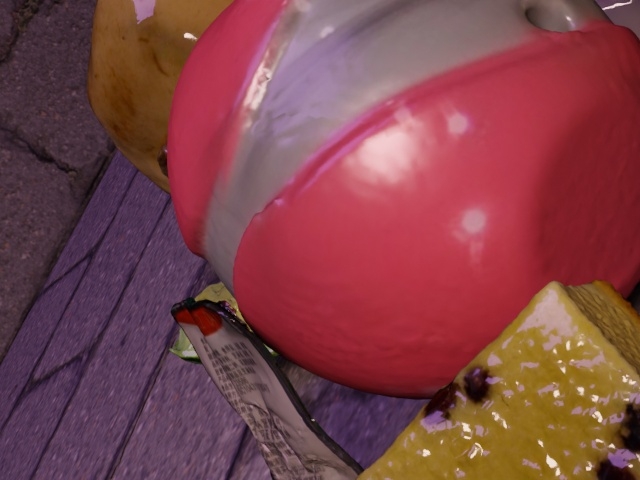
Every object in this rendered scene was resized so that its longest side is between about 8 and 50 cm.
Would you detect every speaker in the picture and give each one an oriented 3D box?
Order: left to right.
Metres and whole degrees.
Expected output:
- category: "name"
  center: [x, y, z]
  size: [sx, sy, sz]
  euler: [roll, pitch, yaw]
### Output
- category: "speaker"
  center: [0.053, -0.056, 0.691]
  size: [0.294, 0.294, 0.294]
  euler: [-47, 21, 24]

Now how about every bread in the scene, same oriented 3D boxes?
- category: "bread"
  center: [0.046, 0.187, 0.569]
  size: [0.361, 0.077, 0.138]
  euler: [-49, 60, 20]

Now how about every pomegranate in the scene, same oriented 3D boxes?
- category: "pomegranate"
  center: [-0.094, -0.195, 1.246]
  size: [0.332, 0.333, 0.332]
  euler: [-47, 21, 24]

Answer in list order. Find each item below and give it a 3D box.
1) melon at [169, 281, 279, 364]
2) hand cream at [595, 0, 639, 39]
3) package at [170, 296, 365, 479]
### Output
- category: "melon"
  center: [0.000, 0.000, 1.013]
  size: [0.323, 0.124, 0.196]
  euler: [-53, 17, 20]
- category: "hand cream"
  center: [0.217, -0.192, 0.825]
  size: [0.358, 0.118, 0.185]
  euler: [-46, 43, 22]
- category: "package"
  center: [-0.010, 0.130, 0.701]
  size: [0.040, 0.232, 0.166]
  euler: [-34, 6, -18]
